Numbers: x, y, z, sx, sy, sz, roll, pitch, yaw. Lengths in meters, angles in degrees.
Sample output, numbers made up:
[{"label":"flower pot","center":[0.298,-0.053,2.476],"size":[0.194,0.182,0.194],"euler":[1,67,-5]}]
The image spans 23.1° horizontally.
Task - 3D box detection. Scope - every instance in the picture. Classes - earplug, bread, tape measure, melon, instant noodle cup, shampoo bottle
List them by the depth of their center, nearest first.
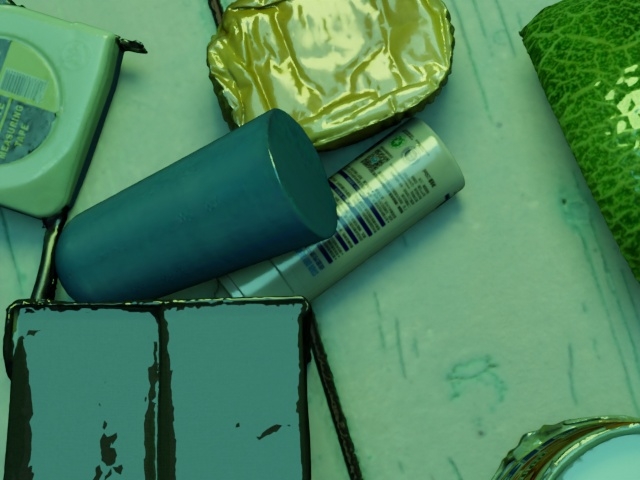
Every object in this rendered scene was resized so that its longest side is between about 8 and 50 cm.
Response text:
[{"label":"instant noodle cup","center":[0.286,0.290,1.425],"size":[0.296,0.214,0.296],"euler":[0,77,2]},{"label":"earplug","center":[-0.134,-0.013,1.500],"size":[0.273,0.132,0.132],"euler":[-23,77,19]},{"label":"melon","center":[0.415,-0.132,1.532],"size":[0.344,0.226,0.331],"euler":[-27,61,9]},{"label":"shampoo bottle","center":[0.000,0.000,1.562],"size":[0.303,0.092,0.092],"euler":[-38,79,-6]},{"label":"bread","center":[0.010,-0.182,1.579],"size":[0.250,0.133,0.179],"euler":[-23,82,2]},{"label":"tape measure","center":[-0.330,-0.070,1.592],"size":[0.215,0.098,0.351],"euler":[18,85,3]}]

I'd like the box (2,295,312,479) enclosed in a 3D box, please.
[{"label":"box","center":[-0.130,0.175,1.403],"size":[0.251,0.345,0.204],"euler":[0,79,1]}]
